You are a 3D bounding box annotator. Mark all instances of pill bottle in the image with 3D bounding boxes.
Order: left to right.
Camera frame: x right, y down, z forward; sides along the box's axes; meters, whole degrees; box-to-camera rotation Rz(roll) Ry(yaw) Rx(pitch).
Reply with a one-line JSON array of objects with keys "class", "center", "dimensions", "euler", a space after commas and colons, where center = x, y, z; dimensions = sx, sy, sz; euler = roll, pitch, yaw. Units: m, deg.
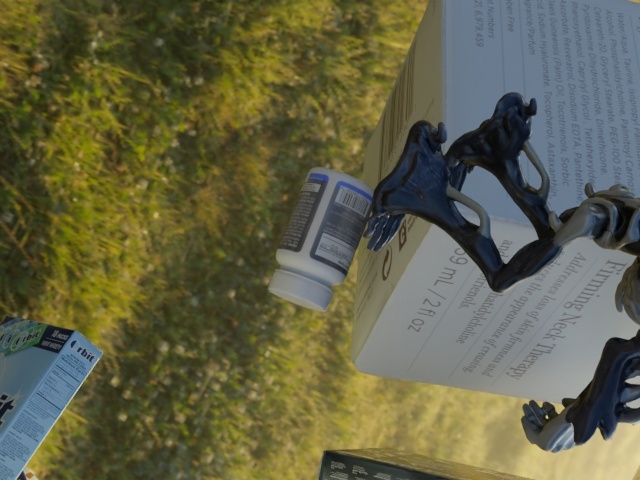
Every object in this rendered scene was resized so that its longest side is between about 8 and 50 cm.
[{"class": "pill bottle", "center": [0.000, 0.000, 1.002], "dimensions": [0.078, 0.078, 0.137], "euler": [39, 71, -60]}]

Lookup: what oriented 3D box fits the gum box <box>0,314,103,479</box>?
[{"class": "gum box", "center": [-0.309, 0.162, 0.915], "dimensions": [0.041, 0.157, 0.184], "euler": [47, 63, -31]}]

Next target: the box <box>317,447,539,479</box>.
[{"class": "box", "center": [0.132, 0.271, 1.047], "dimensions": [0.175, 0.220, 0.051], "euler": [20, 78, -61]}]

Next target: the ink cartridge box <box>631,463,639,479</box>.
[{"class": "ink cartridge box", "center": [0.345, 0.155, 0.778], "dimensions": [0.172, 0.100, 0.237], "euler": [-40, 155, -43]}]

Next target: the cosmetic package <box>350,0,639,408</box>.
[{"class": "cosmetic package", "center": [0.267, -0.038, 1.034], "dimensions": [0.329, 0.394, 0.327], "euler": [111, -13, -55]}]

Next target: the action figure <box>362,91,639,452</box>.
[{"class": "action figure", "center": [0.169, 0.028, 0.535], "dimensions": [0.164, 0.276, 0.140], "euler": [-33, 145, -37]}]

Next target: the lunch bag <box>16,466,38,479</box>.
[{"class": "lunch bag", "center": [-0.463, 0.571, 1.562], "dimensions": [0.239, 0.385, 0.327], "euler": [-35, 107, -16]}]
